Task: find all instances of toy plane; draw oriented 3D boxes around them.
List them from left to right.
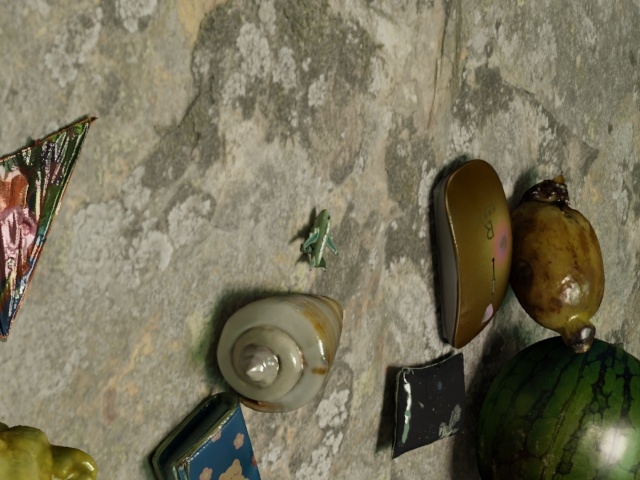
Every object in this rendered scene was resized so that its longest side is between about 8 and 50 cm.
[{"bbox_3d":[-0.002,0.000,1.546,0.080,0.033,0.083,9,86,-54],"label":"toy plane"}]

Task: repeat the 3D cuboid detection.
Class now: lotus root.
[{"bbox_3d":[0.387,0.043,1.963,0.169,0.141,0.314,11,60,-34],"label":"lotus root"}]

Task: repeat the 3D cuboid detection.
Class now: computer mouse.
[{"bbox_3d":[0.241,0.026,1.863,0.158,0.072,0.310,-33,127,-43],"label":"computer mouse"}]

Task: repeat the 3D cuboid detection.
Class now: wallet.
[{"bbox_3d":[-0.126,0.305,1.445,0.141,0.059,0.202,-41,132,-37],"label":"wallet"}]

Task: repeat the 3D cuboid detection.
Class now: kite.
[{"bbox_3d":[-0.316,-0.005,1.120,0.321,0.016,0.234,-35,127,-44],"label":"kite"}]

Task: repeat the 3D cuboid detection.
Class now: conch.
[{"bbox_3d":[-0.021,0.133,1.476,0.255,0.127,0.158,-24,117,-52],"label":"conch"}]

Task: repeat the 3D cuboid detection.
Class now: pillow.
[{"bbox_3d":[0.172,0.256,1.847,0.208,0.055,0.141,-3,97,-54],"label":"pillow"}]

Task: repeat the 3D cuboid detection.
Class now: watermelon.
[{"bbox_3d":[0.429,0.334,2.000,0.363,0.363,0.363,-22,118,-50],"label":"watermelon"}]

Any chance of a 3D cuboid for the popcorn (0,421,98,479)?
[{"bbox_3d":[-0.306,0.280,1.061,0.252,0.215,0.286,-23,134,-4],"label":"popcorn"}]
